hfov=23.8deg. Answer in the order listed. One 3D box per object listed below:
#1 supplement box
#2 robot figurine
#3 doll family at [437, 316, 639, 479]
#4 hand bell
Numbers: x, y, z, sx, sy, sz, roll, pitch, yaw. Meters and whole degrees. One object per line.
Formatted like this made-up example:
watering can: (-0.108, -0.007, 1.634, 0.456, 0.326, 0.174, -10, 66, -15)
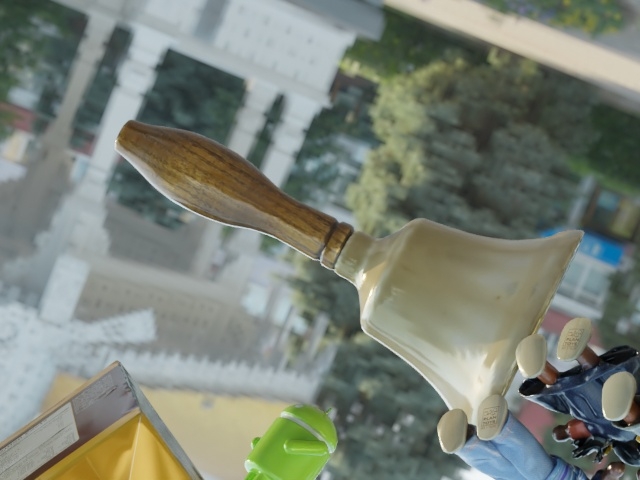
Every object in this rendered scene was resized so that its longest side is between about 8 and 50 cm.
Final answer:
supplement box: (-0.128, 0.208, 1.033, 0.191, 0.129, 0.194, 56, 173, -12)
robot figurine: (-0.029, 0.211, 1.499, 0.067, 0.115, 0.101, 43, 160, -12)
doll family: (0.146, 0.091, 0.687, 0.193, 0.076, 0.111, -13, 139, 42)
hand bell: (0.000, 0.000, 0.790, 0.242, 0.126, 0.126, 26, -174, 9)
